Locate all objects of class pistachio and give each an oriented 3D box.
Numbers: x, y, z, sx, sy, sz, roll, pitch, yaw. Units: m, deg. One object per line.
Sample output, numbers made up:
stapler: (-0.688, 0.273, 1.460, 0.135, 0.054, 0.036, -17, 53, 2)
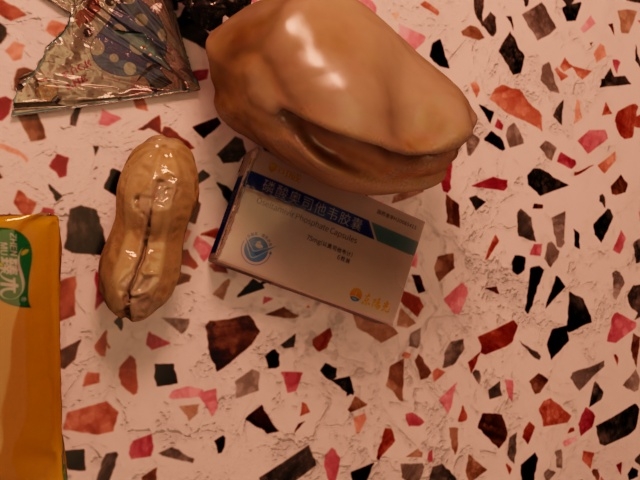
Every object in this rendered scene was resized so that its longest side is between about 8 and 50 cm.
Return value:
pistachio: (0.034, -0.228, 1.105, 0.445, 0.365, 0.281, 16, 127, -15)

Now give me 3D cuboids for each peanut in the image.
peanut: (-0.260, -0.020, 1.079, 0.130, 0.130, 0.290, 13, 87, -22)

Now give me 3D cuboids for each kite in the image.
kite: (-0.346, -0.344, 1.108, 0.368, 0.014, 0.406, 33, 78, -18)

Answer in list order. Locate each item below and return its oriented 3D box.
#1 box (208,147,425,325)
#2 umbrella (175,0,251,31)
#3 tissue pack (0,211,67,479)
box: (0.000, 0.000, 1.217, 0.343, 0.065, 0.200, 22, 82, -21)
umbrella: (-0.209, -0.498, 1.115, 0.128, 0.154, 0.337, -19, 77, -20)
tissue pack: (-0.490, 0.151, 0.926, 0.293, 0.228, 0.382, -1, 88, -21)
